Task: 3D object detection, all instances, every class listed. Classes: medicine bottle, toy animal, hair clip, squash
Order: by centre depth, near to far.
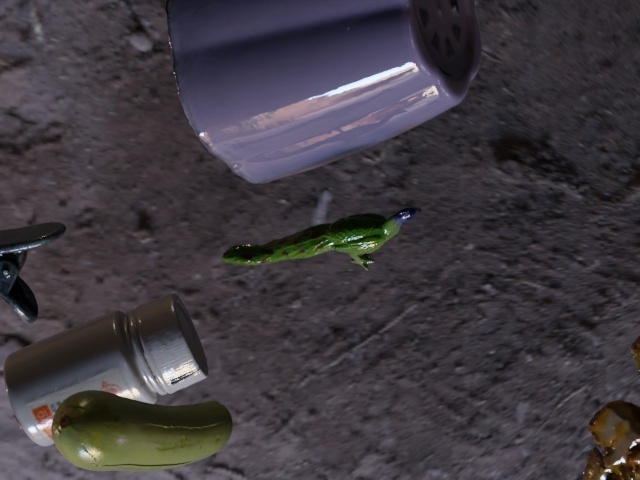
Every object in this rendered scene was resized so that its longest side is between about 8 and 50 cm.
[{"bbox_3d":[-0.281,-0.012,0.848,0.229,0.039,0.070,18,108,-9],"label":"hair clip"},{"bbox_3d":[0.010,0.005,1.341,0.217,0.075,0.041,-13,65,30],"label":"toy animal"},{"bbox_3d":[-0.191,0.205,1.439,0.083,0.250,0.083,-6,78,33],"label":"squash"},{"bbox_3d":[-0.289,0.172,1.820,0.252,0.144,0.144,-24,81,4],"label":"medicine bottle"}]

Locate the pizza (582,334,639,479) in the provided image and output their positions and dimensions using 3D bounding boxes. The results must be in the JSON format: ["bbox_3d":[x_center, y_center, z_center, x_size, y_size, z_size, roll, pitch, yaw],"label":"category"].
[{"bbox_3d":[0.170,0.066,0.560,0.175,0.134,0.046,-32,43,-12],"label":"pizza"}]

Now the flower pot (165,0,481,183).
[{"bbox_3d":[0.014,-0.204,1.329,0.243,0.265,0.265,-9,86,33],"label":"flower pot"}]
